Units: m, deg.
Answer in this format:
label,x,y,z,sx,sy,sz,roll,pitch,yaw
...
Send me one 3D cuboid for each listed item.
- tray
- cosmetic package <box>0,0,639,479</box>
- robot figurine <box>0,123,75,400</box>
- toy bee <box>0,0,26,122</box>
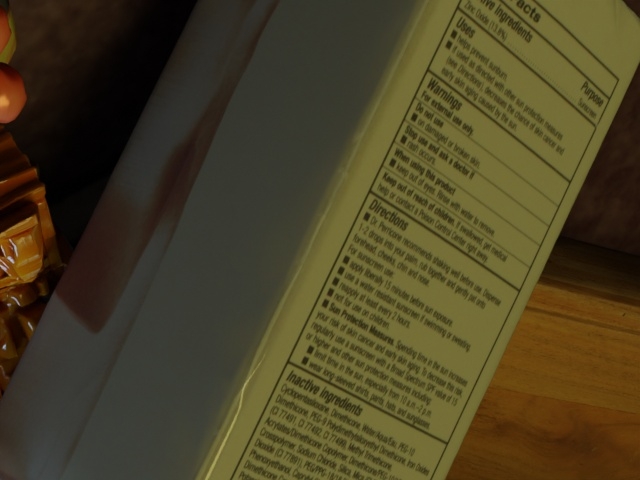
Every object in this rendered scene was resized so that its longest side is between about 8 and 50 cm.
label,x,y,z,sx,sy,sz,roll,pitch,yaw
tray,0.138,0.108,1.085,0.411,0.076,0.203,12,116,-41
cosmetic package,0.000,0.000,0.795,0.153,0.129,0.296,33,81,-48
robot figurine,-0.171,0.098,0.856,0.211,0.085,0.291,-23,133,-17
toy bee,-0.176,-0.091,0.650,0.298,0.162,0.195,-39,134,-2
